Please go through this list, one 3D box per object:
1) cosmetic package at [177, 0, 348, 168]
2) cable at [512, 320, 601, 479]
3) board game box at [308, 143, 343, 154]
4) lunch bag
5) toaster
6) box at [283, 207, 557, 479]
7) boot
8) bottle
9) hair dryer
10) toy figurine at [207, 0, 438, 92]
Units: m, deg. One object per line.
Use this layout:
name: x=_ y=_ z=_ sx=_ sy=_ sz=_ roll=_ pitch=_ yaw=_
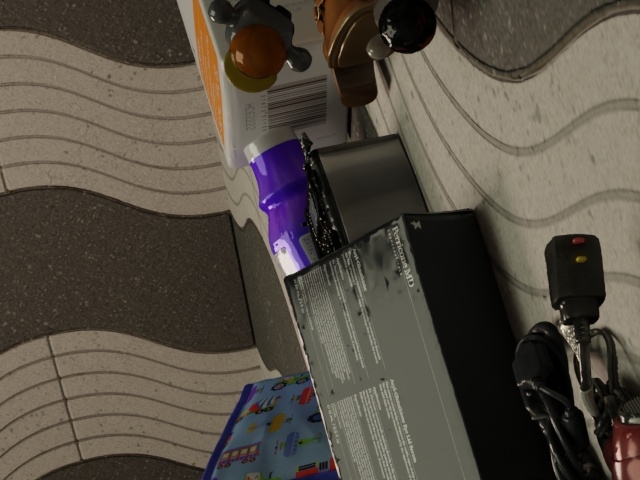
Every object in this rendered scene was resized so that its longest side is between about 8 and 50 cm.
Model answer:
cosmetic package: x=-0.101 y=-0.346 z=1.879 sx=0.230 sy=0.162 sz=0.453 roll=90 pitch=164 yaw=-58
cable: x=0.193 y=0.144 z=1.168 sx=0.184 sy=0.047 sz=0.150 roll=-90 pitch=-23 yaw=-76
board game box: x=0.028 y=0.012 z=2.012 sx=0.317 sy=0.046 sz=0.213 roll=87 pitch=165 yaw=-52
lunch bag: x=-0.007 y=0.242 z=1.703 sx=0.293 sy=0.221 sz=0.138 roll=-35 pitch=-68 yaw=-74
toaster: x=0.049 y=-0.013 z=1.617 sx=0.185 sy=0.110 sz=0.168 roll=92 pitch=161 yaw=-62
box: x=0.088 y=0.124 z=1.372 sx=0.184 sy=0.103 sz=0.261 roll=-30 pitch=72 yaw=48
boot: x=0.024 y=-0.245 z=1.545 sx=0.197 sy=0.073 sz=0.152 roll=105 pitch=154 yaw=-68
bottle: x=0.000 y=0.000 z=1.768 sx=0.282 sy=0.118 sz=0.092 roll=61 pitch=144 yaw=8
hair dryer: x=0.227 y=0.149 z=0.965 sx=0.223 sy=0.080 sz=0.293 roll=60 pitch=-166 yaw=-56
toy figurine: x=-0.001 y=-0.241 z=1.233 sx=0.148 sy=0.213 sz=0.209 roll=-90 pitch=-9 yaw=-65
